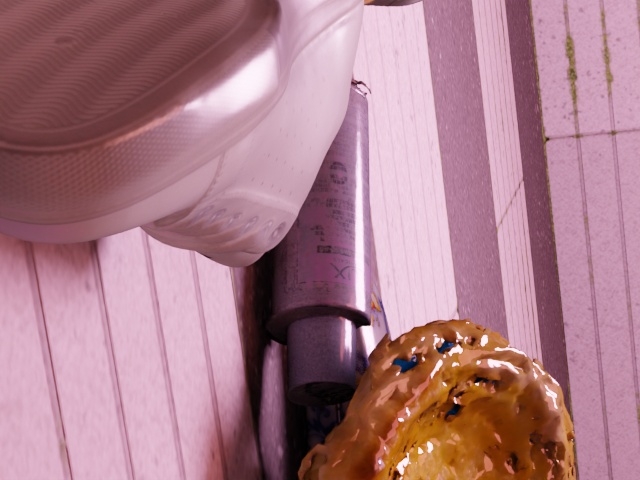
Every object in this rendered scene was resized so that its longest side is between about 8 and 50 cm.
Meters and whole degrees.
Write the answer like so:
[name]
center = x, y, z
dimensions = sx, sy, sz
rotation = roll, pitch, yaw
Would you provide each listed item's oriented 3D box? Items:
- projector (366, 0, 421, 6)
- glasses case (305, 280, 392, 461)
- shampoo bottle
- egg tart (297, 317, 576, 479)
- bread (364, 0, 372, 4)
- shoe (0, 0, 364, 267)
[projector]
center = 0.058, -0.337, 1.141
dimensions = 0.198, 0.108, 0.250
rotation = -78, 171, -46
[glasses case]
center = 0.027, 0.150, 1.026
dimensions = 0.087, 0.065, 0.248
rotation = -5, 90, -71
[shampoo bottle]
center = 0.000, 0.000, 0.962
dimensions = 0.072, 0.072, 0.214
rotation = 57, 30, -62
[egg tart]
center = 0.060, 0.184, 0.934
dimensions = 0.291, 0.107, 0.291
rotation = 0, 89, -47
[bread]
center = 0.012, -0.288, 0.830
dimensions = 0.173, 0.121, 0.311
rotation = -57, 140, -65
[shoe]
center = -0.066, -0.047, 0.646
dimensions = 0.363, 0.132, 0.160
rotation = -54, 154, -62
